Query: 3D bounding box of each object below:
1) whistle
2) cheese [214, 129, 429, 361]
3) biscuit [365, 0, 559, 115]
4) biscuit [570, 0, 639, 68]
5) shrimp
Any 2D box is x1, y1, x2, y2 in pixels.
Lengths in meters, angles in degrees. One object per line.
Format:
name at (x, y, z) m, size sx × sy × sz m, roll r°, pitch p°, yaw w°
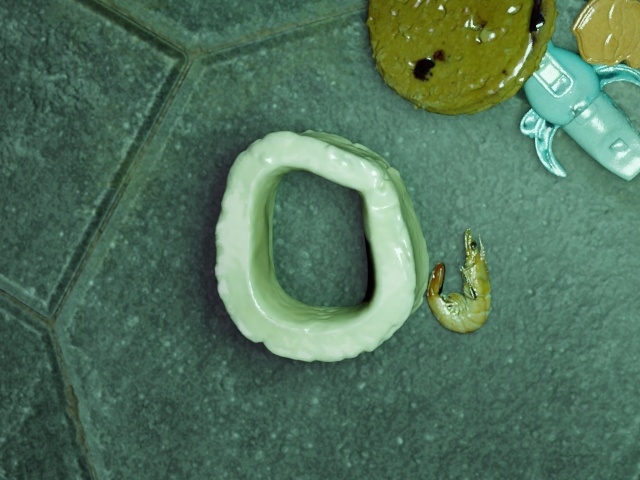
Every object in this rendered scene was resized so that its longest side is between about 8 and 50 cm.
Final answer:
whistle at (0.357, -0.198, 1.764) m, size 0.186 × 0.093 × 0.274 m, roll -43°, pitch 91°, yaw 11°
cheese at (0.003, -0.001, 1.833) m, size 0.292 × 0.153 × 0.332 m, roll -4°, pitch 98°, yaw 12°
biscuit at (0.196, -0.308, 1.751) m, size 0.296 × 0.075 × 0.296 m, roll -8°, pitch 76°, yaw 33°
biscuit at (0.403, -0.285, 1.710) m, size 0.130 × 0.019 × 0.102 m, roll 10°, pitch 109°, yaw -17°
shrimp at (0.205, 0.059, 1.862) m, size 0.095 × 0.045 × 0.162 m, roll 3°, pitch 104°, yaw 32°
